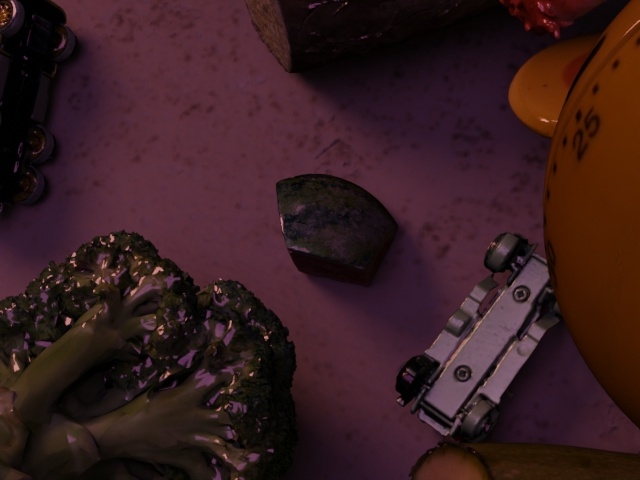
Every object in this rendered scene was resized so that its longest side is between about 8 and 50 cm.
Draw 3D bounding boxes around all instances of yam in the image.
[{"bbox_3d":[0.050,-0.205,1.114,0.254,0.154,0.154,-14,72,10],"label":"yam"}]

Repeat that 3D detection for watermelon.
[{"bbox_3d":[0.005,0.000,1.117,0.084,0.092,0.072,22,121,28],"label":"watermelon"}]

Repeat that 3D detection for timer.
[{"bbox_3d":[0.293,-0.045,0.926,0.376,0.376,0.387,-9,35,14],"label":"timer"}]

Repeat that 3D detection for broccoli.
[{"bbox_3d":[-0.133,0.131,1.020,0.270,0.270,0.270,5,99,32],"label":"broccoli"}]

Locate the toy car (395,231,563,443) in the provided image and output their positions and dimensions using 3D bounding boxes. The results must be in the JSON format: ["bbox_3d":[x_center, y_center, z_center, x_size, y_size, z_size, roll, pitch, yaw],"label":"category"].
[{"bbox_3d":[0.114,0.067,1.075,0.073,0.054,0.143,33,82,20],"label":"toy car"}]

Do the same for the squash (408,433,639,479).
[{"bbox_3d":[0.189,0.226,1.028,0.260,0.189,0.189,9,75,-19],"label":"squash"}]

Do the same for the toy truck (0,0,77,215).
[{"bbox_3d":[-0.255,-0.104,1.217,0.100,0.077,0.169,5,80,31],"label":"toy truck"}]

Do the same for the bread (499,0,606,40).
[{"bbox_3d":[0.172,-0.187,0.969,0.160,0.160,0.073,-34,98,5],"label":"bread"}]
